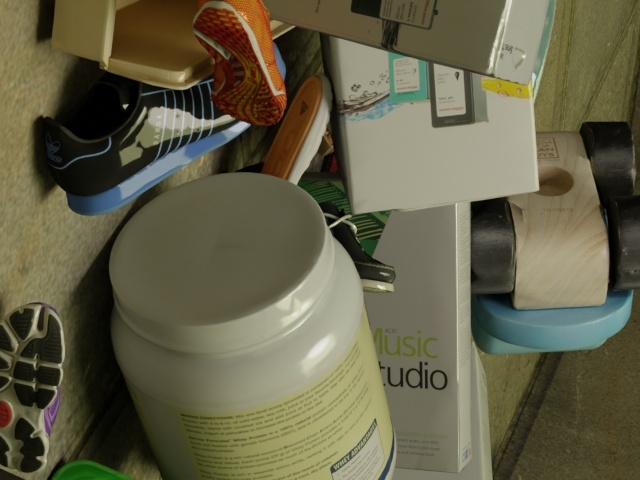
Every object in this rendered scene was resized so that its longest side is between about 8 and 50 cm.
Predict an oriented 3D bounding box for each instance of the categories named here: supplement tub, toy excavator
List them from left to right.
[{"bbox_3d":[-0.063,0.121,1.651,0.325,0.235,0.235,77,33,-42],"label":"supplement tub"},{"bbox_3d":[0.253,0.042,2.154,0.433,0.222,0.445,-95,-176,-50],"label":"toy excavator"}]

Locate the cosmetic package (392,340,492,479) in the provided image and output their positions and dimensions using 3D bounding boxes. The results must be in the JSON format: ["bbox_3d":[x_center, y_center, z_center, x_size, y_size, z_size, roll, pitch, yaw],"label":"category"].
[{"bbox_3d":[0.127,0.349,2.366,0.156,0.217,0.385,63,22,-66],"label":"cosmetic package"}]

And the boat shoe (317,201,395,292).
[{"bbox_3d":[0.000,0.000,1.783,0.084,0.233,0.079,11,99,-34],"label":"boat shoe"}]

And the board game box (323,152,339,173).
[{"bbox_3d":[0.048,0.022,2.138,0.027,0.145,0.281,-152,-103,-72],"label":"board game box"}]

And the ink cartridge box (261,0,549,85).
[{"bbox_3d":[0.070,-0.195,1.428,0.153,0.208,0.087,-6,112,-73],"label":"ink cartridge box"}]

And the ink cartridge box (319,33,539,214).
[{"bbox_3d":[0.103,-0.192,1.787,0.198,0.197,0.270,-104,-173,-68],"label":"ink cartridge box"}]

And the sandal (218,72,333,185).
[{"bbox_3d":[-0.071,-0.056,1.766,0.265,0.076,0.102,-67,-159,14],"label":"sandal"}]

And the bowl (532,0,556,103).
[{"bbox_3d":[0.189,-0.227,2.283,0.311,0.163,0.311,15,90,-76],"label":"bowl"}]

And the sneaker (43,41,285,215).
[{"bbox_3d":[-0.125,-0.116,1.434,0.232,0.081,0.090,-40,136,-25],"label":"sneaker"}]

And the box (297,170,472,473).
[{"bbox_3d":[0.047,0.086,1.906,0.058,0.232,0.322,-26,116,-68],"label":"box"}]

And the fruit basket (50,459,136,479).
[{"bbox_3d":[-0.173,0.387,1.508,0.392,0.283,0.392,24,90,-87],"label":"fruit basket"}]

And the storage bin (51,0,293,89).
[{"bbox_3d":[-0.096,-0.283,1.384,0.260,0.123,0.262,-43,147,-61],"label":"storage bin"}]

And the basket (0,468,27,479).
[{"bbox_3d":[-0.234,0.244,1.277,0.204,0.227,0.154,23,85,-73],"label":"basket"}]

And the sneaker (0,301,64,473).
[{"bbox_3d":[-0.243,0.112,1.442,0.071,0.068,0.170,-76,-179,-53],"label":"sneaker"}]

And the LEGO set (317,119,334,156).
[{"bbox_3d":[0.064,-0.186,2.112,0.132,0.107,0.287,48,59,-31],"label":"LEGO set"}]

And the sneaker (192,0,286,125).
[{"bbox_3d":[-0.054,-0.146,1.340,0.175,0.064,0.067,83,19,-60],"label":"sneaker"}]
